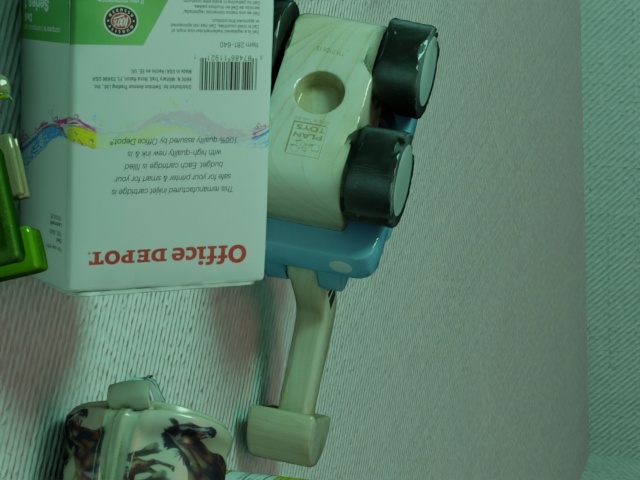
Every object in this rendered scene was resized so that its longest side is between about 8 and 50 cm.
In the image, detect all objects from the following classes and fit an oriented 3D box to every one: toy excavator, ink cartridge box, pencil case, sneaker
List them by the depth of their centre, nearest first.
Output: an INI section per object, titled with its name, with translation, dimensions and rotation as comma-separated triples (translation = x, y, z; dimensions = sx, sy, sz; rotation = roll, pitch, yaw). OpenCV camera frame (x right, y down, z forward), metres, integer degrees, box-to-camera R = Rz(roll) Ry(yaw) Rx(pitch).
[ink cartridge box]
translation = -0.157, -0.100, 1.717
dimensions = 0.201, 0.117, 0.278
rotation = -3, 100, -32
[pencil case]
translation = -0.196, 0.343, 1.780
dimensions = 0.183, 0.160, 0.410
rotation = 73, 27, -69
[sneaker]
translation = -0.177, 0.186, 1.984
dimensions = 0.069, 0.038, 0.098
rotation = -15, 109, -69
[toy excavator]
translation = 0.000, 0.000, 2.241
dimensions = 0.445, 0.222, 0.433
rotation = 78, 25, -61

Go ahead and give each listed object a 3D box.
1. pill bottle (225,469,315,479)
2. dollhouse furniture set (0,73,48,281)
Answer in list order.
[pill bottle]
translation = -0.047, 0.332, 1.944
dimensions = 0.188, 0.334, 0.188
rotation = 4, 90, -71
[dollhouse furniture set]
translation = -0.320, -0.108, 1.461
dimensions = 0.197, 0.151, 0.301
rotation = 126, -48, -87
